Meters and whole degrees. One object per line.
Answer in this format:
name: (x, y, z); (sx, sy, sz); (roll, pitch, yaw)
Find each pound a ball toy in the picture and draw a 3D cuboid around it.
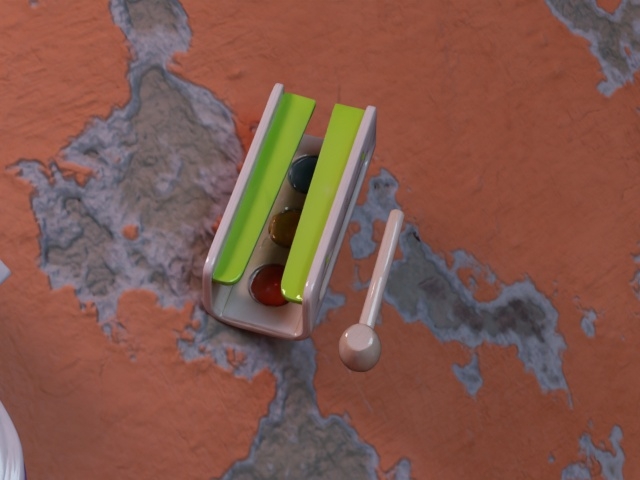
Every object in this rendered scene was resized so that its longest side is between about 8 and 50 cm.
pound a ball toy: (0.000, 0.000, 1.902); (0.208, 0.136, 0.319); (14, 59, 7)

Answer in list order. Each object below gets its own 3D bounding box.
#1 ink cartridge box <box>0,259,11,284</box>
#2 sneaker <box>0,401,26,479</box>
ink cartridge box: (-0.426, 0.050, 1.610); (0.154, 0.093, 0.212); (50, 49, -10)
sneaker: (-0.359, 0.264, 1.558); (0.152, 0.114, 0.305); (20, 62, -37)
